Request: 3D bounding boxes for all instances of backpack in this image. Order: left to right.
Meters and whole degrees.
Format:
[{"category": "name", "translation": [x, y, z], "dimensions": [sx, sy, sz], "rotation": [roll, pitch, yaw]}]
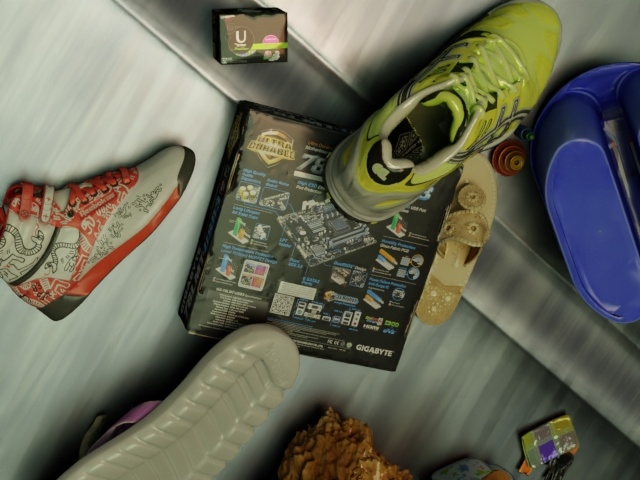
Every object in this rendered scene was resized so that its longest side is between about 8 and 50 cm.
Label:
[{"category": "backpack", "translation": [0.216, 0.355, 1.742], "dimensions": [0.114, 0.105, 0.084], "rotation": [-20, 112, -15]}]

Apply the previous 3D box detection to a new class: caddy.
[{"category": "caddy", "translation": [0.412, -0.061, 1.633], "dimensions": [0.241, 0.179, 0.341], "rotation": [-17, 113, 15]}]

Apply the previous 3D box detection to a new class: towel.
[{"category": "towel", "translation": [0.330, 0.288, 1.793], "dimensions": [0.083, 0.009, 0.060], "rotation": [-21, 111, -12]}]

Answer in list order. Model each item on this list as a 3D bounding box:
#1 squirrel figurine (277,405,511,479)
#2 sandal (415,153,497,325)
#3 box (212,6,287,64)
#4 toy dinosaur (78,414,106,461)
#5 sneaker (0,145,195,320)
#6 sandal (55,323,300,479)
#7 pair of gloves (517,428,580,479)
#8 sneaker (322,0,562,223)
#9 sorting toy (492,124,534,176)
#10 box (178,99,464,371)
[{"category": "squirrel figurine", "translation": [0.081, 0.415, 1.594], "dimensions": [0.397, 0.281, 0.370], "rotation": [48, 124, 3]}, {"category": "sandal", "translation": [0.188, 0.007, 1.638], "dimensions": [0.088, 0.079, 0.240], "rotation": [13, 103, -19]}, {"category": "box", "translation": [-0.084, -0.245, 1.495], "dimensions": [0.083, 0.052, 0.062], "rotation": [-5, 109, -13]}, {"category": "toy dinosaur", "translation": [-0.312, 0.361, 1.620], "dimensions": [0.118, 0.064, 0.268], "rotation": [-14, 106, -18]}, {"category": "sneaker", "translation": [-0.282, -0.041, 1.482], "dimensions": [0.270, 0.090, 0.145], "rotation": [-46, 115, 5]}, {"category": "sandal", "translation": [-0.199, 0.250, 1.574], "dimensions": [0.416, 0.102, 0.169], "rotation": [-38, 132, 0]}, {"category": "pair of gloves", "translation": [0.330, 0.314, 1.812], "dimensions": [0.083, 0.010, 0.074], "rotation": [26, 96, -23]}, {"category": "sneaker", "translation": [0.175, -0.161, 1.499], "dimensions": [0.145, 0.147, 0.385], "rotation": [47, 69, -6]}, {"category": "sorting toy", "translation": [0.248, -0.131, 1.631], "dimensions": [0.061, 0.042, 0.102], "rotation": [-24, 112, -8]}, {"category": "box", "translation": [0.000, 0.000, 1.586], "dimensions": [0.295, 0.073, 0.293], "rotation": [12, 102, -19]}]
